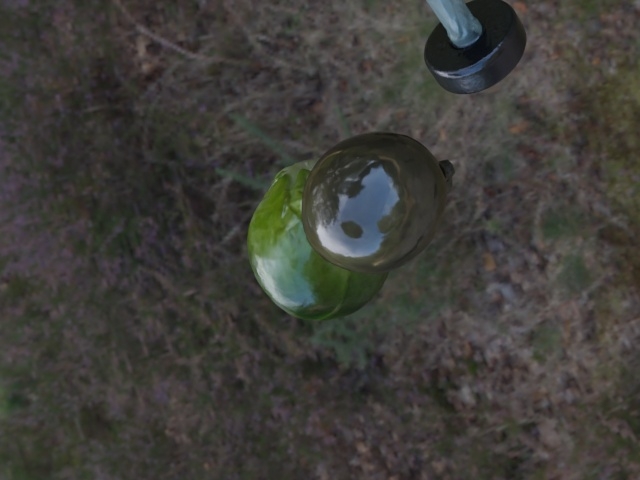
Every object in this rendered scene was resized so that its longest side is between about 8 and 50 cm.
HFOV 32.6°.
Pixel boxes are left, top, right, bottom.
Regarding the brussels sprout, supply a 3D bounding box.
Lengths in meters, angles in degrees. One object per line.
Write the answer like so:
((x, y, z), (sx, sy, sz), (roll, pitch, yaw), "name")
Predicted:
((-0.003, 0.001, 1.034), (0.117, 0.155, 0.155), (-22, 87, 56), "brussels sprout")

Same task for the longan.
((0.045, -0.029, 0.765), (0.106, 0.119, 0.106), (50, 150, 42), "longan")

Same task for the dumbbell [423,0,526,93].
((0.110, -0.230, 1.012), (0.100, 0.100, 0.191), (37, 173, 48), "dumbbell")
